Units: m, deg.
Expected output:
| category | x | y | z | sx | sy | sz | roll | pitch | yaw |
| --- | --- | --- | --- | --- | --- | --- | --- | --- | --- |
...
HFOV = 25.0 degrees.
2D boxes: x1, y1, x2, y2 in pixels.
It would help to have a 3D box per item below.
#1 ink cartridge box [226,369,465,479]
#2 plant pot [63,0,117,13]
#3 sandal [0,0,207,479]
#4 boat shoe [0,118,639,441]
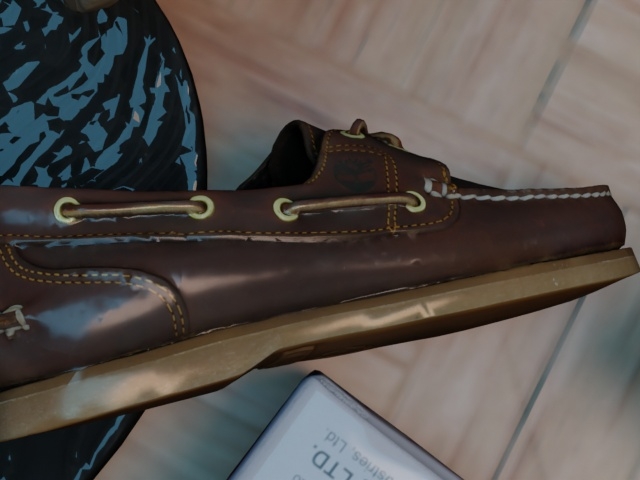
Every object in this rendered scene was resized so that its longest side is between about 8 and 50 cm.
| category | x | y | z | sx | sy | sz | roll | pitch | yaw |
| --- | --- | --- | --- | --- | --- | --- | --- | --- | --- |
| ink cartridge box | -0.023 | 0.215 | 0.424 | 0.186 | 0.065 | 0.311 | 37 | 84 | 1 |
| plant pot | 0.043 | -0.255 | 0.356 | 0.305 | 0.334 | 0.334 | -16 | 85 | -12 |
| sandal | -0.201 | 0.085 | 0.411 | 0.446 | 0.107 | 0.167 | -44 | 88 | -5 |
| boat shoe | 0.000 | 0.000 | 0.411 | 0.207 | 0.073 | 0.073 | -10 | 81 | -29 |
